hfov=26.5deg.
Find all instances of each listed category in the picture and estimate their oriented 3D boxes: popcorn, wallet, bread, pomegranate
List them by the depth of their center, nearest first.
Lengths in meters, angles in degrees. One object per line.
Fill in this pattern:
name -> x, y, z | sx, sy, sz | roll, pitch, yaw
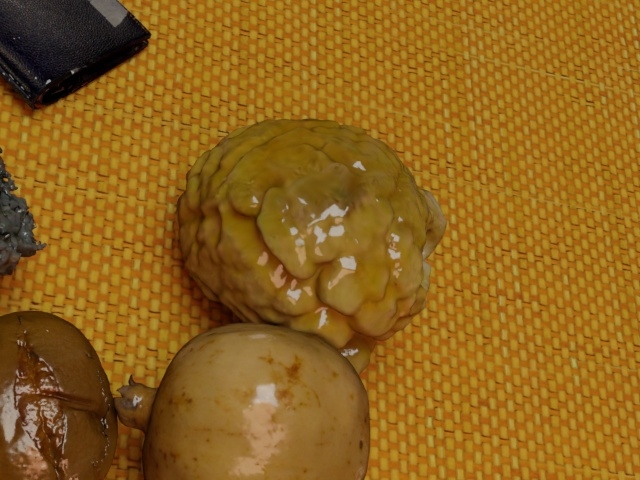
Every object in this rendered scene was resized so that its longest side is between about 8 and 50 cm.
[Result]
pomegranate -> -0.107, 0.260, 1.783 | 0.342, 0.342, 0.342 | 10, 58, -17
bread -> -0.374, 0.227, 1.792 | 0.195, 0.143, 0.270 | -3, 61, -25
popcorn -> -0.012, -0.016, 1.964 | 0.390, 0.354, 0.344 | 44, 73, 5
wallet -> -0.429, -0.338, 2.155 | 0.221, 0.071, 0.262 | 43, 51, 11

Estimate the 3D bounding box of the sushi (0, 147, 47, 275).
sushi -> -0.540, -0.102, 1.792 | 0.417, 0.176, 0.417 | 54, 16, -24
